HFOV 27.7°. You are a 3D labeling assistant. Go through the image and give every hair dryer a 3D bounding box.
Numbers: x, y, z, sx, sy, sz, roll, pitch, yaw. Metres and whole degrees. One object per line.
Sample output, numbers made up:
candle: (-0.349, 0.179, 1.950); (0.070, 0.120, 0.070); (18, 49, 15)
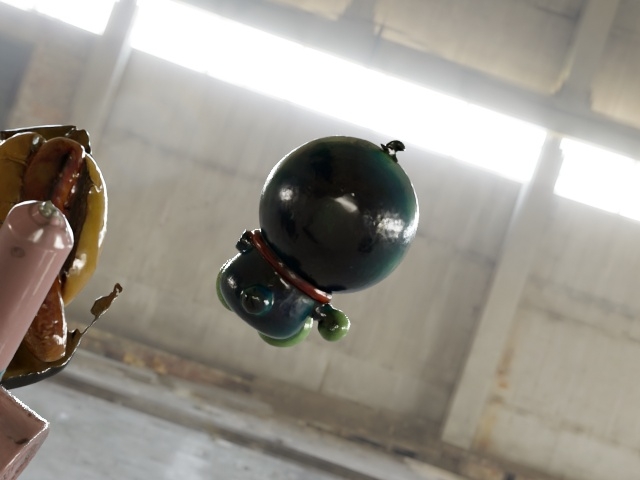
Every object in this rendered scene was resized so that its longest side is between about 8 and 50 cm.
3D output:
hair dryer: (-0.307, 0.075, 1.104); (0.210, 0.352, 0.125); (37, 33, 3)

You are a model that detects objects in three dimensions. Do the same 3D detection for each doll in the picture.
doll: (-0.001, 0.000, 1.637); (0.198, 0.322, 0.186); (36, 9, 5)

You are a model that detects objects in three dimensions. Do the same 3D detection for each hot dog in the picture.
hot dog: (-0.313, -0.003, 1.500); (0.194, 0.326, 0.107); (-2, -18, -28)

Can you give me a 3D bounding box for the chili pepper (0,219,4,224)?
chili pepper: (-0.407, -0.027, 1.340); (0.192, 0.086, 0.084); (9, -18, 1)
